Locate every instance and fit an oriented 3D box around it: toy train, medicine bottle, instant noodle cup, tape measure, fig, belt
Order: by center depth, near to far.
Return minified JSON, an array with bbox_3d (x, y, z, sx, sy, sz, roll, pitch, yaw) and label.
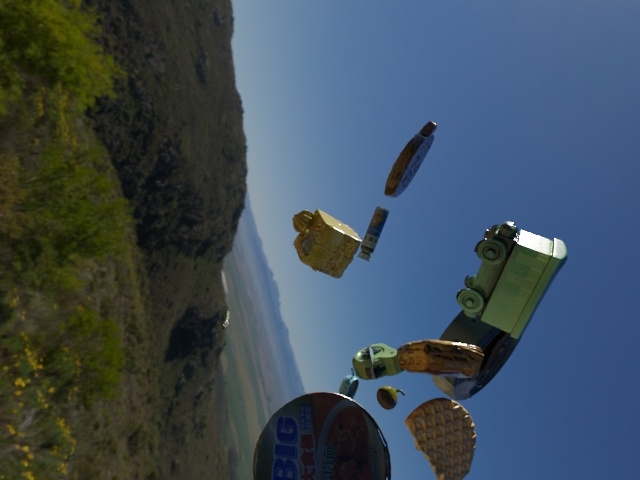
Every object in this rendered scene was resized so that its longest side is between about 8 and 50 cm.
[{"bbox_3d":[-0.023,0.489,1.009,0.214,0.297,0.296,129,-52,-60],"label":"instant noodle cup"},{"bbox_3d":[0.480,0.100,1.186,0.120,0.203,0.300,-40,149,-53],"label":"toy train"},{"bbox_3d":[0.183,-0.022,1.592,0.051,0.051,0.191,-164,-85,-81],"label":"medicine bottle"},{"bbox_3d":[0.259,0.585,1.739,0.084,0.098,0.082,34,-36,40],"label":"fig"},{"bbox_3d":[0.209,0.455,1.746,0.200,0.175,0.106,-162,-126,-69],"label":"tape measure"},{"bbox_3d":[0.607,0.419,1.808,0.173,0.300,0.436,38,-77,49],"label":"belt"}]

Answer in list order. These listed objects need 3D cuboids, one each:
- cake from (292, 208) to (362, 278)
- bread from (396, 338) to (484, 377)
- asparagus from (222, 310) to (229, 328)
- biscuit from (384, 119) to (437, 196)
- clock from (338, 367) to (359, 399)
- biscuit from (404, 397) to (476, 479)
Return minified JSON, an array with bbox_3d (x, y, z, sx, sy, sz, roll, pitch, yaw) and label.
[{"bbox_3d":[0.000,0.000,2.103,0.222,0.286,0.227,-59,-154,14],"label":"cake"},{"bbox_3d":[0.356,0.364,1.388,0.235,0.211,0.099,122,-23,-68],"label":"bread"},{"bbox_3d":[-0.268,0.225,1.305,0.014,0.015,0.114,34,5,-12],"label":"asparagus"},{"bbox_3d":[0.377,-0.344,1.936,0.350,0.070,0.394,-64,166,19],"label":"biscuit"},{"bbox_3d":[0.123,0.612,1.941,0.045,0.147,0.108,21,-5,32],"label":"clock"},{"bbox_3d":[0.378,0.588,1.360,0.040,0.205,0.308,3,-54,61],"label":"biscuit"}]
